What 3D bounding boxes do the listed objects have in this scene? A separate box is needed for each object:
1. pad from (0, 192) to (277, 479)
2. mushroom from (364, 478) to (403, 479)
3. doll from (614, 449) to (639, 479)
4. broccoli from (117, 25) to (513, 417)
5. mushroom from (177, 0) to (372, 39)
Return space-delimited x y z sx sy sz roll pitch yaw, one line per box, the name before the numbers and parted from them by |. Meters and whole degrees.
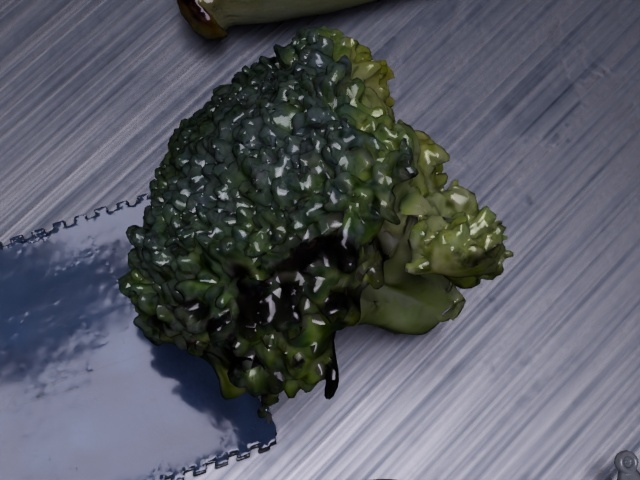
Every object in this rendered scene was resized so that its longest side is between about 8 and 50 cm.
pad | -0.202 0.104 1.136 0.270 0.012 0.269 -17 75 -8
mushroom | 0.039 0.320 1.000 0.260 0.234 0.254 8 32 37
doll | 0.287 0.290 1.076 0.102 0.075 0.227 -9 84 -23
broccoli | -0.005 -0.001 1.074 0.281 0.348 0.293 32 110 -26
mushroom | 0.010 -0.272 1.227 0.312 0.081 0.100 -16 81 -9
